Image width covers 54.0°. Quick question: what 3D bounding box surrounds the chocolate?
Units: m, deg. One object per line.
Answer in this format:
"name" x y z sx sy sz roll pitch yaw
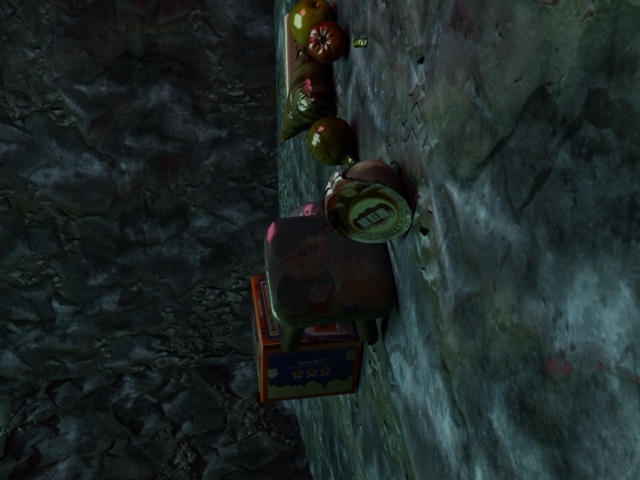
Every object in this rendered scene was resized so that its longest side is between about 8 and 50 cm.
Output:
"chocolate" 0.105 -0.108 1.415 0.221 0.221 0.147 99 179 -51

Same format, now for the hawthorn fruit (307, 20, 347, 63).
"hawthorn fruit" 0.027 -0.599 1.895 0.125 0.140 0.125 21 118 45

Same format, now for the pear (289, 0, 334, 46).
"pear" -0.030 -0.711 2.052 0.162 0.148 0.149 119 148 -59

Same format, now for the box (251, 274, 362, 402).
"box" -0.057 0.301 2.050 0.349 0.318 0.257 -105 17 -53

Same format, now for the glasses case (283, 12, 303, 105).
"glasses case" -0.059 -0.642 2.270 0.076 0.143 0.337 -127 34 -75

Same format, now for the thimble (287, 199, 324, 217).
"thimble" 0.000 0.000 1.948 0.236 0.205 0.172 97 165 -60

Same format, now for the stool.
"stool" 0.014 0.108 1.633 0.226 0.310 0.311 95 169 -60

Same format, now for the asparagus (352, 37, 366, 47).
"asparagus" 0.104 -0.534 1.704 0.108 0.021 0.025 -124 31 -72

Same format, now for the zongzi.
"zongzi" -0.068 -0.509 2.207 0.288 0.134 0.286 -34 53 53

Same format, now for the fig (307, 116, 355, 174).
"fig" 0.047 -0.282 1.849 0.186 0.147 0.142 33 120 30
